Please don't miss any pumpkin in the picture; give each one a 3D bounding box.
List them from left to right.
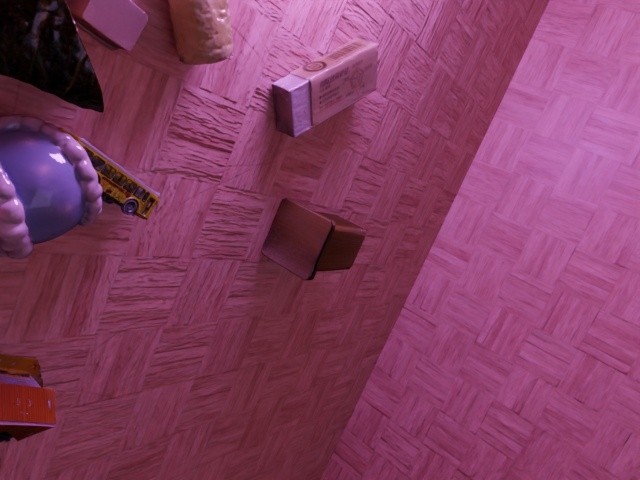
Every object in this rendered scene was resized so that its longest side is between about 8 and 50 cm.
[{"bbox_3d":[-0.425,-0.280,0.722,0.163,0.111,0.278,-28,127,-23],"label":"pumpkin"}]

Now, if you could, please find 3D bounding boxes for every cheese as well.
[{"bbox_3d":[-0.223,-0.424,0.966,0.123,0.094,0.167,-34,141,-34],"label":"cheese"}]

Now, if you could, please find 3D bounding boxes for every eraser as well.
[{"bbox_3d":[0.020,-0.407,1.361,0.343,0.078,0.144,-38,143,-32],"label":"eraser"}]

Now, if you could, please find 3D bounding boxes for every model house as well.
[{"bbox_3d":[-0.609,0.346,1.007,0.207,0.136,0.219,-57,150,-8],"label":"model house"}]

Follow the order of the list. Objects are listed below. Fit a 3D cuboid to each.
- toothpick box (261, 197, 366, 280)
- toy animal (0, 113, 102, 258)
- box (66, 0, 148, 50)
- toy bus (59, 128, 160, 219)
[{"bbox_3d":[0.000,0.000,1.586,0.308,0.190,0.187,5,110,-61],"label":"toothpick box"},{"bbox_3d":[-0.450,-0.067,0.781,0.204,0.156,0.208,-43,149,-46],"label":"toy animal"},{"bbox_3d":[-0.351,-0.375,0.849,0.089,0.062,0.122,-60,149,1],"label":"box"},{"bbox_3d":[-0.409,-0.117,0.973,0.074,0.081,0.226,-60,147,-10],"label":"toy bus"}]
